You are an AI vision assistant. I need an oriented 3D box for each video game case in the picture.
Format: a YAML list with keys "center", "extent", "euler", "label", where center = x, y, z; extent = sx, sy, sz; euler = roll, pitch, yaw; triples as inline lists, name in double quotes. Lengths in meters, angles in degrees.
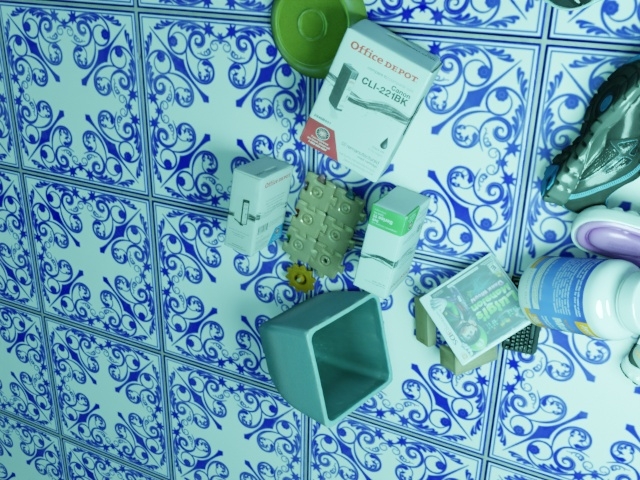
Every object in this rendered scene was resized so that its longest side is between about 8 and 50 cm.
- center: [0.340, 0.148, 1.537]
  extent: [0.190, 0.022, 0.173]
  euler: [-34, 74, 5]
  label: "video game case"

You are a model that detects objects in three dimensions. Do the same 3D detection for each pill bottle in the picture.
- center: [0.523, 0.109, 1.351]
  extent: [0.272, 0.152, 0.152]
  euler: [4, 117, 65]
  label: "pill bottle"

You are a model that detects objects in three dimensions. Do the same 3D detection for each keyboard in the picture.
- center: [0.436, 0.166, 1.570]
  extent: [0.108, 0.023, 0.180]
  euler: [13, 115, 24]
  label: "keyboard"

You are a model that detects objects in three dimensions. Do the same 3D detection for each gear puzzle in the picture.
- center: [0.000, 0.000, 1.733]
  extent: [0.175, 0.044, 0.339]
  euler: [30, 124, 13]
  label: "gear puzzle"

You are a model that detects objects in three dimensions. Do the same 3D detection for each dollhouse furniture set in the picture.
- center: [0.315, 0.203, 1.649]
  extent: [0.151, 0.123, 0.144]
  euler: [29, 129, 57]
  label: "dollhouse furniture set"

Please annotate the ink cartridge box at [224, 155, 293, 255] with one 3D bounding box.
- center: [-0.149, -0.087, 1.709]
  extent: [0.085, 0.148, 0.203]
  euler: [22, 118, 21]
  label: "ink cartridge box"

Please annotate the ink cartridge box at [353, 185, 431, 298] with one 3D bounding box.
- center: [0.158, 0.003, 1.576]
  extent: [0.086, 0.153, 0.209]
  euler: [23, 118, 20]
  label: "ink cartridge box"

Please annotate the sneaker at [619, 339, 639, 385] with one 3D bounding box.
- center: [0.746, 0.279, 1.404]
  extent: [0.271, 0.100, 0.108]
  euler: [26, 115, 17]
  label: "sneaker"

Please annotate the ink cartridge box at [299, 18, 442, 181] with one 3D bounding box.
- center: [0.104, -0.295, 1.494]
  extent: [0.196, 0.114, 0.273]
  euler: [30, 121, 5]
  label: "ink cartridge box"

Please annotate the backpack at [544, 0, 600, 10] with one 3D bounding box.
- center: [0.427, -0.522, 1.190]
  extent: [0.254, 0.191, 0.225]
  euler: [51, 127, 10]
  label: "backpack"

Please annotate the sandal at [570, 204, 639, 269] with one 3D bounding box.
- center: [0.672, 0.048, 1.309]
  extent: [0.416, 0.102, 0.169]
  euler: [14, 147, 22]
  label: "sandal"

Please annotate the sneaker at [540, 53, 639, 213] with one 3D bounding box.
- center: [0.555, -0.193, 1.319]
  extent: [0.139, 0.125, 0.341]
  euler: [25, 126, -3]
  label: "sneaker"

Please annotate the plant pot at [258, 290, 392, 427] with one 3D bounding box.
- center: [-0.011, 0.266, 1.731]
  extent: [0.252, 0.247, 0.248]
  euler: [5, 113, 45]
  label: "plant pot"

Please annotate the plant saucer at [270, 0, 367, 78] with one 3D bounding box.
- center: [-0.014, -0.473, 1.544]
  extent: [0.240, 0.037, 0.241]
  euler: [11, 114, 25]
  label: "plant saucer"

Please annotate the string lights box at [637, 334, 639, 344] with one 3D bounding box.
- center: [0.750, 0.189, 1.341]
  extent: [0.259, 0.133, 0.077]
  euler: [22, 119, 20]
  label: "string lights box"
